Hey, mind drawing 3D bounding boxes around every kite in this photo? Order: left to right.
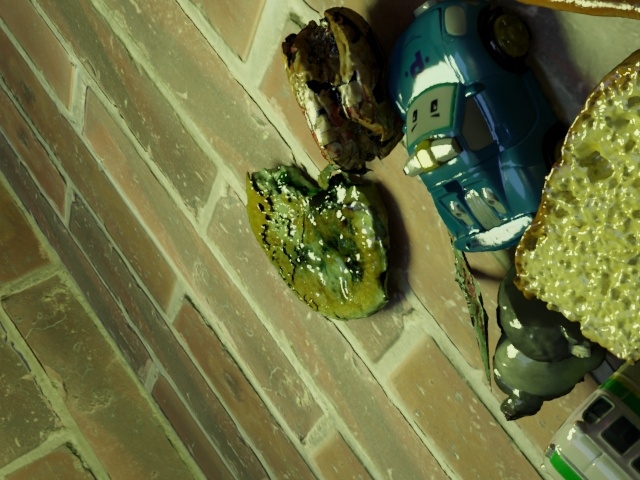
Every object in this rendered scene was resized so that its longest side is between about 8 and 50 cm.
[{"bbox_3d":[0.199,0.064,1.204,0.268,0.013,0.323,-77,-28,-84],"label":"kite"}]

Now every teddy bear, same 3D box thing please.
[{"bbox_3d":[0.291,0.113,1.150,0.251,0.144,0.171,82,-178,-57],"label":"teddy bear"}]

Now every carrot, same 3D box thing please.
[{"bbox_3d":[0.291,-0.248,0.922,0.248,0.043,0.043,27,136,42],"label":"carrot"}]

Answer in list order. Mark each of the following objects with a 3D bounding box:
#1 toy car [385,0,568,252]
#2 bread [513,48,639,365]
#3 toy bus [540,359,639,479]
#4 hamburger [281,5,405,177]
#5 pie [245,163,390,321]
[{"bbox_3d":[0.174,-0.134,1.079,0.198,0.166,0.314,-22,95,56],"label":"toy car"},{"bbox_3d":[0.338,-0.053,0.881,0.194,0.179,0.340,42,142,26],"label":"bread"},{"bbox_3d":[0.418,0.299,1.045,0.305,0.179,0.143,46,146,24],"label":"toy bus"},{"bbox_3d":[0.042,-0.199,1.186,0.107,0.231,0.231,-24,95,21],"label":"hamburger"},{"bbox_3d":[0.000,0.000,1.532,0.371,0.078,0.296,8,122,53],"label":"pie"}]
